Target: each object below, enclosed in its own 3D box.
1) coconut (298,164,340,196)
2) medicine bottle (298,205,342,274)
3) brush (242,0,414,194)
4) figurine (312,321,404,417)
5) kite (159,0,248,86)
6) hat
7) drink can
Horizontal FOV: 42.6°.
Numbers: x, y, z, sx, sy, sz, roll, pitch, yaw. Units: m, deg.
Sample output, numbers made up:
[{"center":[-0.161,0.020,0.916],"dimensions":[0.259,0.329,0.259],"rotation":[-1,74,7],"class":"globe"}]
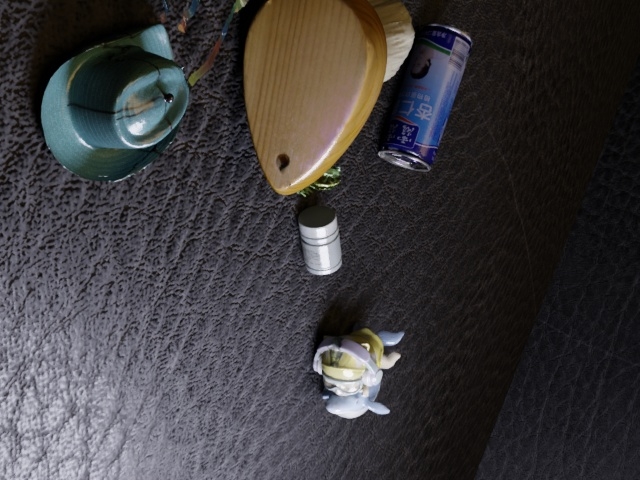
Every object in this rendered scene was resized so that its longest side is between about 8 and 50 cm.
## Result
[{"center":[-0.006,-0.130,1.151],"dimensions":[0.158,0.055,0.133],"rotation":[-55,152,-28],"class":"coconut"},{"center":[0.000,0.000,1.229],"dimensions":[0.058,0.058,0.091],"rotation":[-48,143,-40],"class":"medicine bottle"},{"center":[0.000,-0.191,1.029],"dimensions":[0.166,0.174,0.266],"rotation":[-30,139,-65],"class":"brush"},{"center":[0.061,0.213,1.396],"dimensions":[0.208,0.128,0.184],"rotation":[-59,148,-41],"class":"figurine"},{"center":[-0.093,-0.297,0.877],"dimensions":[0.169,0.015,0.310],"rotation":[61,39,-53],"class":"kite"},{"center":[-0.180,-0.138,0.806],"dimensions":[0.191,0.078,0.138],"rotation":[-47,139,-40],"class":"hat"},{"center":[0.178,-0.242,1.386],"dimensions":[0.097,0.097,0.235],"rotation":[26,82,-62],"class":"drink can"}]
